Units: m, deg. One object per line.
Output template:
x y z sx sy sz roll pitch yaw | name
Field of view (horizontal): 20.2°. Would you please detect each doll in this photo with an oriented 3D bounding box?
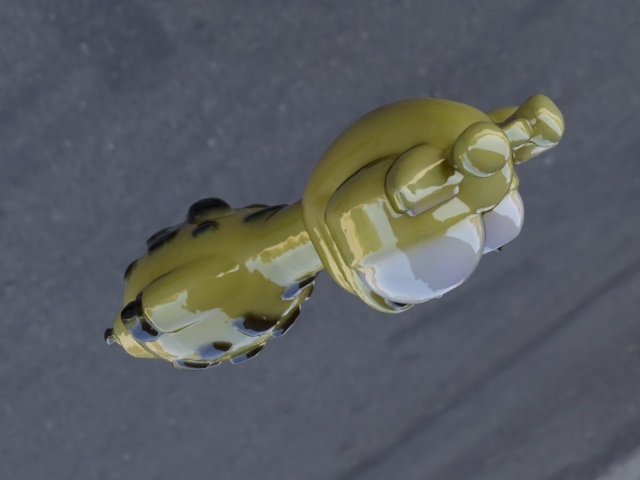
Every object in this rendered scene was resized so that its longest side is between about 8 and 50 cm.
0.000 0.001 0.826 0.117 0.086 0.291 -32 -175 -42 | doll
